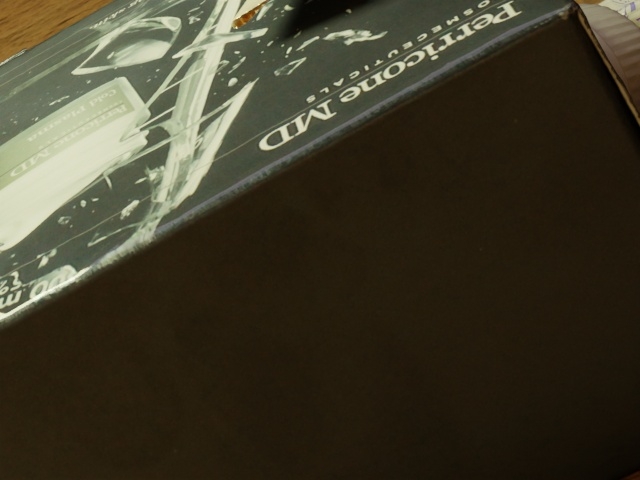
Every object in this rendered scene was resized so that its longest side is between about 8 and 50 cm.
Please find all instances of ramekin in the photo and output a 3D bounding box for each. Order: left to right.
[{"bbox_3d":[0.275,-0.158,1.966,0.109,0.207,0.207,-24,2,-39],"label":"ramekin"}]

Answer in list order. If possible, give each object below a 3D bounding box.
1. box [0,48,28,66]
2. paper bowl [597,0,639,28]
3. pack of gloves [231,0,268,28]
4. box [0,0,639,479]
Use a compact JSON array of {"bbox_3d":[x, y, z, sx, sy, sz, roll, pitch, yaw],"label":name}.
[{"bbox_3d":[-0.310,0.068,1.803,0.293,0.395,0.212,-32,-4,-10],"label":"box"},{"bbox_3d":[0.399,-0.229,2.160,0.284,0.148,0.284,-30,7,4],"label":"paper bowl"},{"bbox_3d":[0.057,-0.211,1.143,0.195,0.046,0.232,-30,19,26],"label":"pack of gloves"},{"bbox_3d":[-0.034,0.004,1.221,0.480,0.297,0.472,-29,26,5],"label":"box"}]
